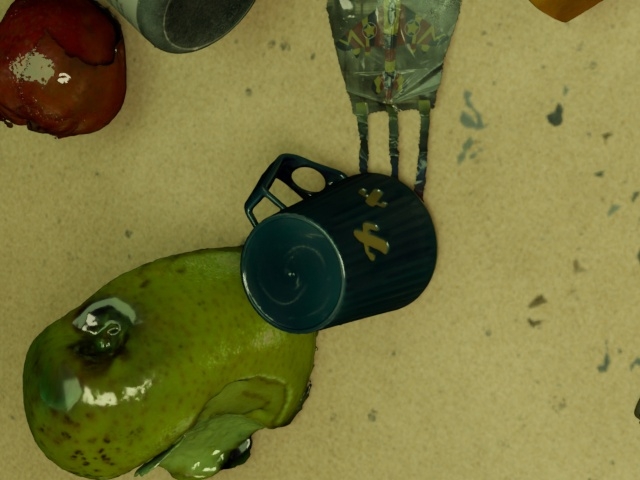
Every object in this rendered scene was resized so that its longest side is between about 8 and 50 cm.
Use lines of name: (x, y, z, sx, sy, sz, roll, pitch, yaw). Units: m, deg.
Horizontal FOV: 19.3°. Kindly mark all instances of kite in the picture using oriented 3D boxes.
kite: (0.066, -0.129, 1.740, 0.141, 0.015, 0.245, 0, 91, 32)

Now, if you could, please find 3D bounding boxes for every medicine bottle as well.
medicine bottle: (-0.189, -0.312, 1.767, 0.293, 0.141, 0.141, 45, 112, 26)

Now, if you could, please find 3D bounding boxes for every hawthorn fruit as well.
hawthorn fruit: (-0.258, -0.186, 1.868, 0.148, 0.148, 0.172, 8, 79, 31)

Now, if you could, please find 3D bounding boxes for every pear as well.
pear: (-0.140, 0.116, 1.734, 0.238, 0.255, 0.164, -42, 69, 20)

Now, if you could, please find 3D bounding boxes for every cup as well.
cup: (0.000, 0.000, 1.687, 0.176, 0.155, 0.131, 48, 119, 12)

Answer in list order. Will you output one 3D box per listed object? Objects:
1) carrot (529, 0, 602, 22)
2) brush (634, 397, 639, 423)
carrot: (0.267, -0.322, 1.560, 0.114, 0.114, 0.302, 44, 111, 23)
brush: (0.342, 0.183, 1.571, 0.190, 0.027, 0.034, 33, 109, 26)
